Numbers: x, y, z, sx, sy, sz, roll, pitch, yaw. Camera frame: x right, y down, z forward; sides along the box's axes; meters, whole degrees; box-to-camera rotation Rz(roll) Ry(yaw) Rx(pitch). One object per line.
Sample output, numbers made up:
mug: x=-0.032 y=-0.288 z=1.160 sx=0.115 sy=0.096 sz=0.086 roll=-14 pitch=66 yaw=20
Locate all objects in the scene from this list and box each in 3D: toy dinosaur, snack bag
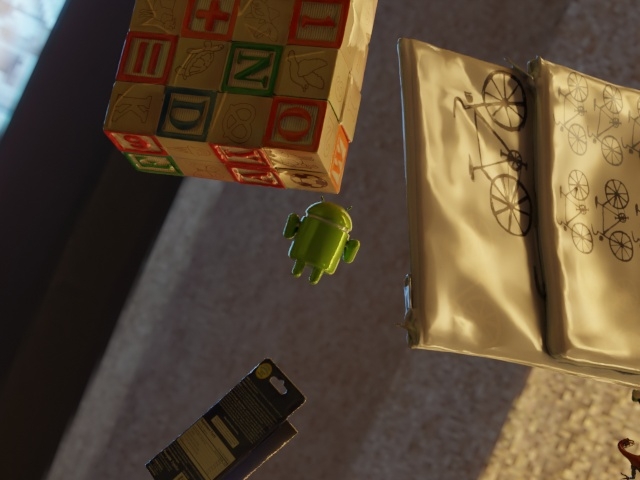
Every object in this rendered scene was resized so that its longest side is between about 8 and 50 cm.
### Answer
toy dinosaur: x=0.392 y=0.266 z=1.851 sx=0.047 sy=0.082 sz=0.090 roll=-41 pitch=169 yaw=-22
snack bag: x=0.213 y=-0.031 z=1.484 sx=0.037 sy=0.342 sz=0.323 roll=-27 pitch=-122 yaw=51

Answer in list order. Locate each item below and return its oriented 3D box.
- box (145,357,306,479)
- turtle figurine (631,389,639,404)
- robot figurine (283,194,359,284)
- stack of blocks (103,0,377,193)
box: x=-0.120 y=0.266 z=2.064 sx=0.225 sy=0.036 sz=0.136 roll=-42 pitch=-146 yaw=-4
turtle figurine: x=0.458 y=0.121 z=1.936 sx=0.234 sy=0.175 sz=0.118 roll=62 pitch=-15 yaw=20
robot figurine: x=0.000 y=0.000 z=2.036 sx=0.067 sy=0.101 sz=0.115 roll=99 pitch=13 yaw=-83
stack of blocks: x=-0.047 y=-0.197 z=1.220 sx=0.087 sy=0.171 sz=0.297 roll=59 pitch=40 yaw=-68
